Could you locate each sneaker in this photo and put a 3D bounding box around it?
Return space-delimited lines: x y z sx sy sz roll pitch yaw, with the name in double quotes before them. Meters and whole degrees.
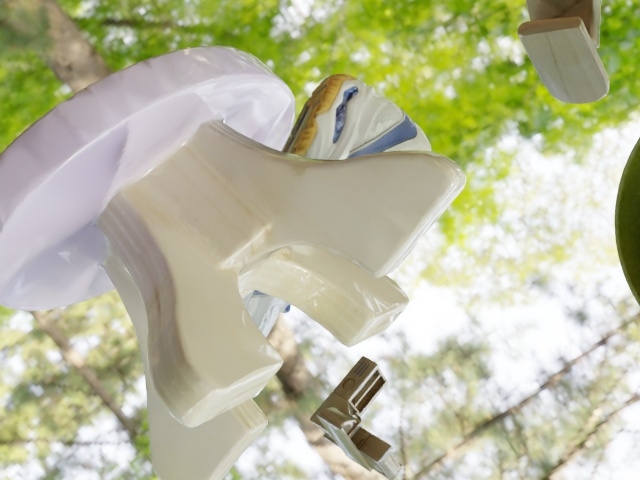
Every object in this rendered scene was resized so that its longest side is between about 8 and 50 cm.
"sneaker" 0.000 0.000 1.083 0.297 0.131 0.112 -62 -167 -2

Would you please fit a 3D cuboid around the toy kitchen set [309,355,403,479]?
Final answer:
"toy kitchen set" 0.039 0.138 0.980 0.083 0.068 0.075 26 -112 42

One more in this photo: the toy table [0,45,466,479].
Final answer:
"toy table" -0.052 0.007 0.661 0.274 0.161 0.252 -28 158 -54

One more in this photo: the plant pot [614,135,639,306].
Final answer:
"plant pot" 0.473 -0.015 1.139 0.274 0.275 0.293 -10 172 39

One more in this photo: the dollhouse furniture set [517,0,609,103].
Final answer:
"dollhouse furniture set" 0.448 -0.331 1.304 0.394 0.256 0.362 -3 -116 28
